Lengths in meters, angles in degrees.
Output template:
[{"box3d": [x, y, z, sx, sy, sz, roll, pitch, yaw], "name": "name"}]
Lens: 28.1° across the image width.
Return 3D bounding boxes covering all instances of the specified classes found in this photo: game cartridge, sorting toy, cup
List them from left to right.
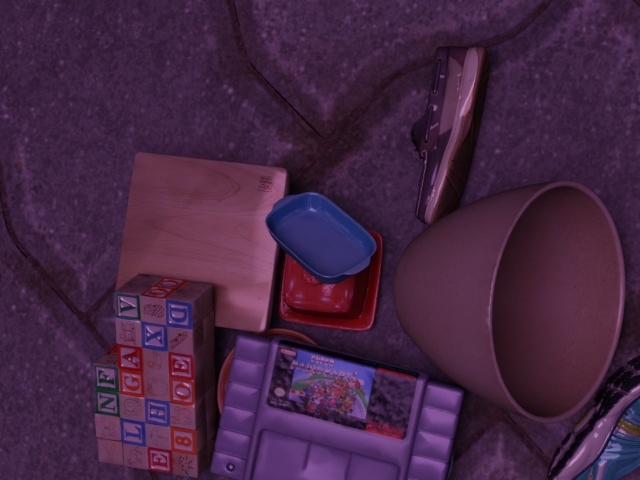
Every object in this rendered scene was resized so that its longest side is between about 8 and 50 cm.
[{"box3d": [-0.178, 0.003, 2.033, 0.257, 0.089, 0.255, 7, 88, 16], "name": "sorting toy"}, {"box3d": [0.024, 0.280, 1.910, 0.355, 0.068, 0.230, 13, 100, 13], "name": "game cartridge"}, {"box3d": [0.244, 0.075, 1.815, 0.237, 0.331, 0.331, 6, 87, 43], "name": "cup"}]

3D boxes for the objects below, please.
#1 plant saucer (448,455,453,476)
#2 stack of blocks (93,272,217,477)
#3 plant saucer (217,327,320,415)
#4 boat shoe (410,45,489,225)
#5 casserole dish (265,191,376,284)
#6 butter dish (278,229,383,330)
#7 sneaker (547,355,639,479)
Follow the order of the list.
[{"box3d": [0.110, 0.319, 1.951, 0.195, 0.037, 0.194, -1, 86, 16], "name": "plant saucer"}, {"box3d": [-0.256, 0.206, 1.982, 0.171, 0.087, 0.297, 7, 111, 16], "name": "stack of blocks"}, {"box3d": [-0.064, 0.238, 2.008, 0.200, 0.037, 0.199, -1, 86, 16], "name": "plant saucer"}, {"box3d": [0.183, -0.161, 1.941, 0.092, 0.103, 0.285, 13, 85, 22], "name": "boat shoe"}, {"box3d": [0.000, 0.000, 1.914, 0.114, 0.037, 0.188, -32, 54, -25], "name": "casserole dish"}, {"box3d": [0.003, 0.053, 1.961, 0.160, 0.118, 0.160, 6, 88, 17], "name": "butter dish"}, {"box3d": [0.442, 0.268, 1.844, 0.110, 0.107, 0.275, 35, 101, -4], "name": "sneaker"}]
